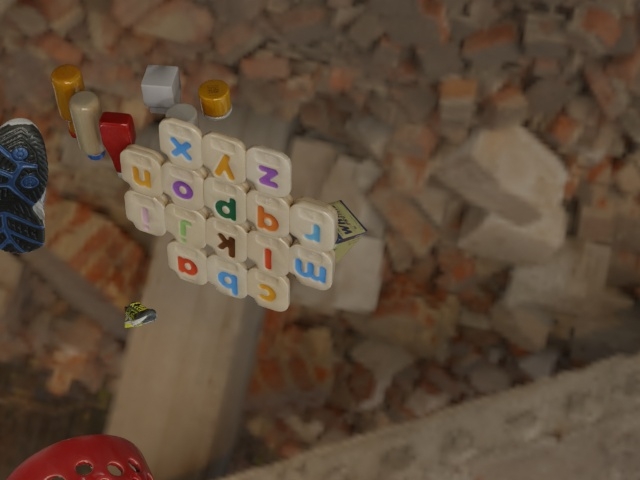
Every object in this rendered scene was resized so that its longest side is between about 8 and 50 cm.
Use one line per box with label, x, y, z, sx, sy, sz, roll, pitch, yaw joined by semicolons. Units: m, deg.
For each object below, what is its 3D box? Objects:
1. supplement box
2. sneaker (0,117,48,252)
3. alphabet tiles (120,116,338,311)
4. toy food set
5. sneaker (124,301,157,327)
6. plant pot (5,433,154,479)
supplement box;0.000;0.000;1.835;0.056;0.083;0.083;49;-153;12
sneaker;-0.361;-0.075;1.687;0.080;0.081;0.211;0;143;-15
alphabet tiles;-0.112;-0.030;1.753;0.284;0.021;0.278;17;139;15
toy food set;-0.227;-0.146;1.804;0.232;0.111;0.104;4;139;7
sneaker;-0.259;0.103;2.031;0.031;0.035;0.083;-11;175;-35
plant pot;-0.270;0.354;1.707;0.191;0.191;0.174;31;-162;-49
